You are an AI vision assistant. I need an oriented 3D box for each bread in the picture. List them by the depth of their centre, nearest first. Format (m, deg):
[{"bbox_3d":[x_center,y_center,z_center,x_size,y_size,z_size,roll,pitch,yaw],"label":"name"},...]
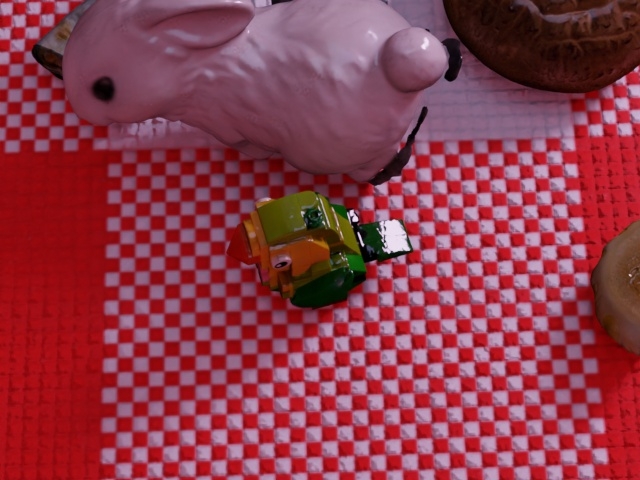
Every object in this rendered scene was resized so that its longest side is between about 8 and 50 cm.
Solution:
[{"bbox_3d":[0.318,0.044,1.585,0.094,0.083,0.157,6,65,5],"label":"bread"}]

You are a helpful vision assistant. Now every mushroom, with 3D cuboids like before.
[{"bbox_3d":[0.251,-0.279,1.692,0.253,0.153,0.253,-2,74,7],"label":"mushroom"}]

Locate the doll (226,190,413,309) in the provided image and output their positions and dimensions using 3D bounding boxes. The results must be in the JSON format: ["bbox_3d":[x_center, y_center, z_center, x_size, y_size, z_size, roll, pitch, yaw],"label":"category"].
[{"bbox_3d":[-0.008,0.003,1.558,0.134,0.186,0.106,-25,67,21],"label":"doll"}]

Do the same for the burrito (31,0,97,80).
[{"bbox_3d":[-0.191,-0.249,1.711,0.144,0.089,0.229,32,72,10],"label":"burrito"}]

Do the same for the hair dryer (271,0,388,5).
[{"bbox_3d":[-0.003,-0.325,1.763,0.128,0.070,0.255,-7,60,-2],"label":"hair dryer"}]

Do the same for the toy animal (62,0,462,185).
[{"bbox_3d":[-0.070,-0.177,1.577,0.357,0.258,0.193,10,57,-20],"label":"toy animal"}]
